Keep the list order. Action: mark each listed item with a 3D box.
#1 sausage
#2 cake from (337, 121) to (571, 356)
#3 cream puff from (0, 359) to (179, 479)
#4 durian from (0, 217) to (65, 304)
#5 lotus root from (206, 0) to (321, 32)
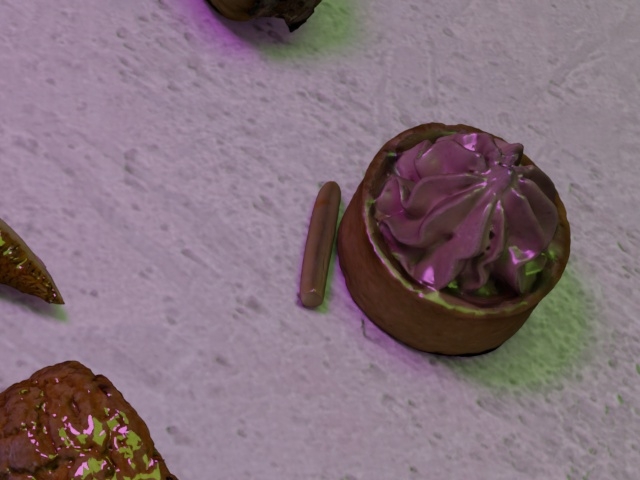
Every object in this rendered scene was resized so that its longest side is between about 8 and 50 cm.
[{"bbox_3d":[0.000,0.000,1.263,0.024,0.024,0.132,19,48,-11],"label":"sausage"},{"bbox_3d":[0.124,-0.022,1.241,0.185,0.178,0.208,38,45,7],"label":"cake"},{"bbox_3d":[-0.184,0.187,0.940,0.169,0.183,0.183,-26,68,-25],"label":"cream puff"},{"bbox_3d":[-0.284,-0.017,1.100,0.224,0.078,0.140,25,48,-4],"label":"durian"},{"bbox_3d":[-0.080,-0.327,1.393,0.152,0.160,0.275,-23,66,-26],"label":"lotus root"}]
